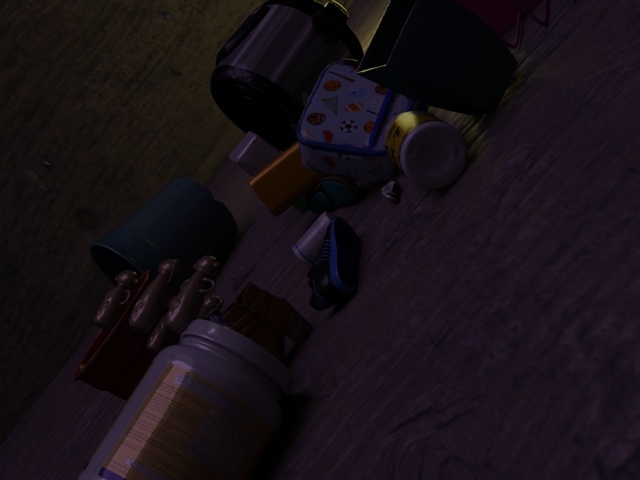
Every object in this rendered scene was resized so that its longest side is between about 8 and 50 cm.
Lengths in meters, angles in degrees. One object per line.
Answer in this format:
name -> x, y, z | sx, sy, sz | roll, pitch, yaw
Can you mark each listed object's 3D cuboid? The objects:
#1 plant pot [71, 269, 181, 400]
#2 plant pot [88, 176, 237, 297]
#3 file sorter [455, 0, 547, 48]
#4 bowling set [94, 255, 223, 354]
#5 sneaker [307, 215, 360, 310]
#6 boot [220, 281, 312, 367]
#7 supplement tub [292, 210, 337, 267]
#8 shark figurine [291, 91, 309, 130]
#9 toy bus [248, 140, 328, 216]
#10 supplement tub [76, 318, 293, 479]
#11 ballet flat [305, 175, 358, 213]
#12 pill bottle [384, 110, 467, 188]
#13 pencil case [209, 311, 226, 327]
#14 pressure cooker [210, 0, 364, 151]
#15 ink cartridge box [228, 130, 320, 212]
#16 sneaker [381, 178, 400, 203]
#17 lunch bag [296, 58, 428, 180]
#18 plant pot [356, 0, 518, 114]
plant pot -> -0.328, 0.247, 1.944 | 0.272, 0.265, 0.272 | -50, 13, 16
plant pot -> -0.442, 0.012, 2.742 | 0.334, 0.341, 0.341 | -51, 14, -24
file sorter -> 0.360, -0.499, 1.759 | 0.291, 0.202, 0.182 | -40, 21, 37
bowling set -> -0.264, 0.138, 1.753 | 0.287, 0.200, 0.154 | 0, 54, 40
sneaker -> 0.018, 0.041, 1.769 | 0.090, 0.081, 0.232 | -37, 22, 23
boot -> -0.125, 0.188, 1.722 | 0.197, 0.152, 0.073 | -58, 17, -20
supplement tub -> 0.000, 0.000, 1.932 | 0.107, 0.071, 0.071 | -48, 16, 13
shark figurine -> -0.027, -0.293, 2.451 | 0.166, 0.116, 0.278 | -58, -9, 4
toy bus -> -0.006, -0.198, 2.157 | 0.333, 0.108, 0.130 | -38, 0, 1
supplement tub -> -0.211, 0.320, 1.517 | 0.331, 0.241, 0.241 | -59, 17, -22
ballet flat -> 0.034, -0.118, 2.088 | 0.073, 0.080, 0.232 | -47, 13, -23
pill bottle -> 0.184, -0.172, 1.697 | 0.119, 0.119, 0.208 | -50, 15, 7
pencil case -> -0.312, 0.254, 2.232 | 0.206, 0.088, 0.086 | -47, 15, 23
pressure cooker -> -0.079, -0.515, 2.751 | 0.370, 0.375, 0.420 | 21, 69, 33
ink cartridge box -> -0.115, -0.176, 2.362 | 0.092, 0.219, 0.160 | -53, 16, 1
sneaker -> 0.140, -0.100, 1.822 | 0.037, 0.032, 0.083 | -49, 16, 11
lunch bag -> 0.094, -0.266, 1.989 | 0.115, 0.243, 0.303 | 79, -154, -48
plant pot -> 0.221, -0.327, 1.689 | 0.165, 0.234, 0.166 | -64, 17, -3
